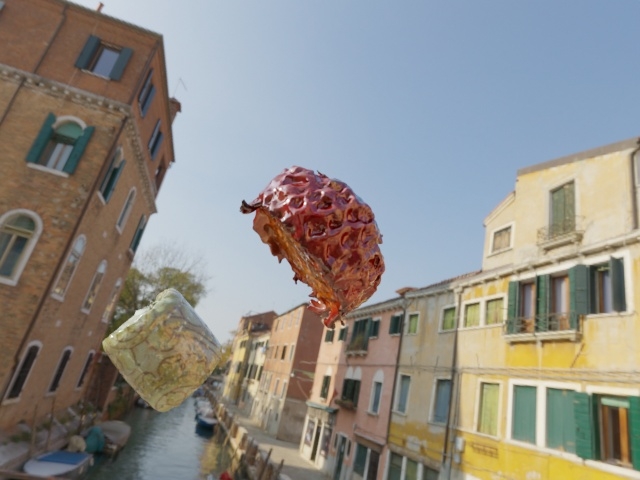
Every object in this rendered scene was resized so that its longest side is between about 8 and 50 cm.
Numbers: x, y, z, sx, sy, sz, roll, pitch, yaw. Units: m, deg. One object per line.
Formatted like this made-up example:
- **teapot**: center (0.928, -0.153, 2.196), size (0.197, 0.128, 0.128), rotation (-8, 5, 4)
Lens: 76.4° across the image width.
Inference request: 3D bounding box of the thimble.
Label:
- **thimble**: center (-0.252, 0.170, 0.670), size (0.143, 0.137, 0.190), rotation (54, 0, -11)

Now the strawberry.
- **strawberry**: center (0.000, 0.000, 0.365), size (0.145, 0.086, 0.145), rotation (37, -26, 22)
